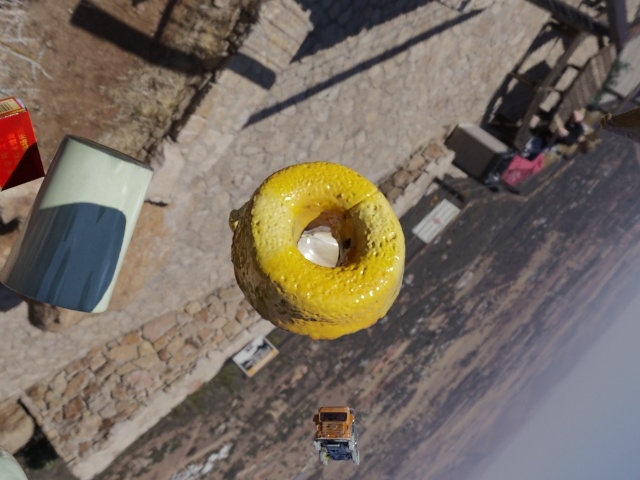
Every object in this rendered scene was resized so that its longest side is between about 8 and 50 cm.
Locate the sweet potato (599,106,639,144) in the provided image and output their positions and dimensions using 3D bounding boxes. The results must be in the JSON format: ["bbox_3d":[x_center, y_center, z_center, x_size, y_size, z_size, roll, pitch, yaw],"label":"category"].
[{"bbox_3d":[0.648,-0.179,1.025,0.131,0.337,0.131,2,90,-69],"label":"sweet potato"}]

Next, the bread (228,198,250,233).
[{"bbox_3d":[-0.163,-0.022,1.860,0.121,0.245,0.174,-54,-160,5],"label":"bread"}]

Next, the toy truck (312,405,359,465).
[{"bbox_3d":[0.035,0.410,1.291,0.083,0.092,0.192,-2,146,7],"label":"toy truck"}]

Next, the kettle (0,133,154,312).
[{"bbox_3d":[-0.595,-0.056,1.506,0.250,0.361,0.376,22,90,-38],"label":"kettle"}]

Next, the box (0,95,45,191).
[{"bbox_3d":[-0.823,-0.191,1.425,0.313,0.089,0.197,-27,144,-31],"label":"box"}]

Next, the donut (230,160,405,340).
[{"bbox_3d":[0.000,0.000,0.983,0.303,0.303,0.110,-37,162,-23],"label":"donut"}]

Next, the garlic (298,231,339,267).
[{"bbox_3d":[-0.054,0.067,1.612,0.228,0.110,0.217,11,133,-24],"label":"garlic"}]

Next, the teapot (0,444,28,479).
[{"bbox_3d":[-0.803,0.670,1.538,0.315,0.312,0.233,39,69,-38],"label":"teapot"}]
